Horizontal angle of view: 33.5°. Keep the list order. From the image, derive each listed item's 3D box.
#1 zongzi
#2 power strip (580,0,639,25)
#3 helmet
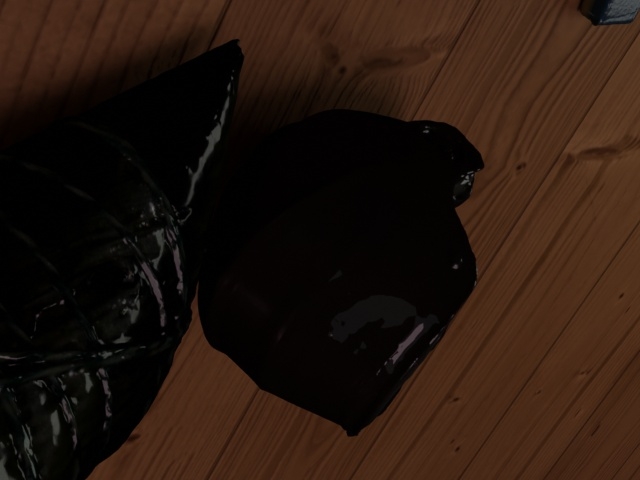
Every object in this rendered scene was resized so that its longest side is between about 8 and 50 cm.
[{"bbox_3d":[-0.185,0.016,0.710,0.383,0.319,0.362,-3,121,-63],"label":"zongzi"},{"bbox_3d":[0.286,-0.258,0.988,0.056,0.032,0.123,-12,135,-33],"label":"power strip"},{"bbox_3d":[0.000,0.000,0.844,0.177,0.305,0.225,22,122,-13],"label":"helmet"}]
